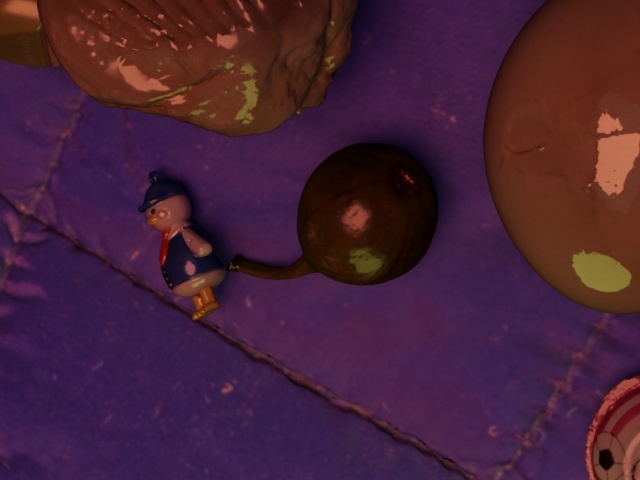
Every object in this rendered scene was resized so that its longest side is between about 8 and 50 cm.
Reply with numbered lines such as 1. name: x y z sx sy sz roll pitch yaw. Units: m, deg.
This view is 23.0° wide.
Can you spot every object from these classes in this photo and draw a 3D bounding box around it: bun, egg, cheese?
1. bun: -0.095 -0.209 1.295 0.281 0.205 0.282 -4 75 14
2. egg: 0.234 -0.077 1.210 0.219 0.219 0.269 6 95 18
3. cheese: 0.319 0.157 1.335 0.155 0.062 0.244 34 103 10

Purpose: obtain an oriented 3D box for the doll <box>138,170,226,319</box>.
1. doll: -0.128 0.002 1.450 0.099 0.057 0.143 -30 81 62

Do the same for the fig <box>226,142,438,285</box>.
1. fig: 0.000 0.000 1.386 0.236 0.124 0.124 -29 94 39

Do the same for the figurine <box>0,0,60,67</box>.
1. figurine: -0.297 -0.253 1.405 0.262 0.154 0.180 11 101 -1
